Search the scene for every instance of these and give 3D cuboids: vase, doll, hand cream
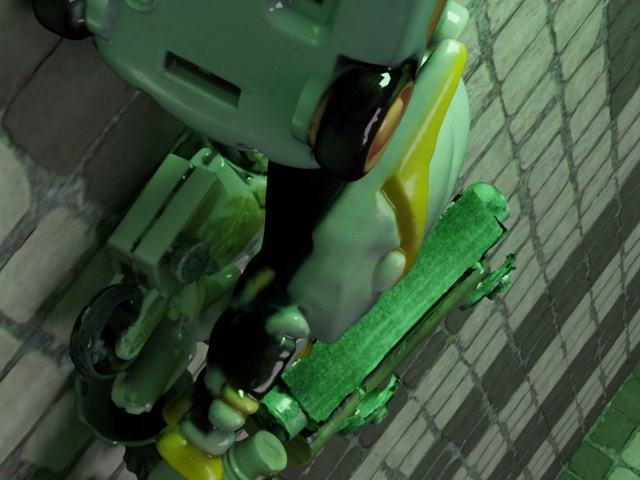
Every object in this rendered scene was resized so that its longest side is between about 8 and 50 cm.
[{"bbox_3d":[-0.119,0.128,0.970,0.081,0.081,0.148,-49,162,-17],"label":"vase"},{"bbox_3d":[0.001,0.002,0.805,0.316,0.103,0.145,-56,165,10],"label":"doll"},{"bbox_3d":[-0.147,0.231,0.962,0.341,0.078,0.124,-40,167,27],"label":"hand cream"}]

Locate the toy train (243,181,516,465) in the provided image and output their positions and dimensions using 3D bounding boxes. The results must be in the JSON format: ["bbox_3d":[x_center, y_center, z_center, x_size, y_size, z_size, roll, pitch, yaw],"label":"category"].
[{"bbox_3d":[0.038,0.060,1.184,0.307,0.126,0.189,-44,-172,-27],"label":"toy train"}]

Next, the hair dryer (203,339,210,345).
[{"bbox_3d":[-0.042,0.014,1.028,0.150,0.047,0.071,-48,162,-47],"label":"hair dryer"}]

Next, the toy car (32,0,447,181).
[{"bbox_3d":[0.001,-0.178,0.653,0.212,0.180,0.270,-53,167,-45],"label":"toy car"}]

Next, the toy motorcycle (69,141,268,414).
[{"bbox_3d":[-0.074,0.005,0.885,0.228,0.074,0.151,-60,153,-13],"label":"toy motorcycle"}]
